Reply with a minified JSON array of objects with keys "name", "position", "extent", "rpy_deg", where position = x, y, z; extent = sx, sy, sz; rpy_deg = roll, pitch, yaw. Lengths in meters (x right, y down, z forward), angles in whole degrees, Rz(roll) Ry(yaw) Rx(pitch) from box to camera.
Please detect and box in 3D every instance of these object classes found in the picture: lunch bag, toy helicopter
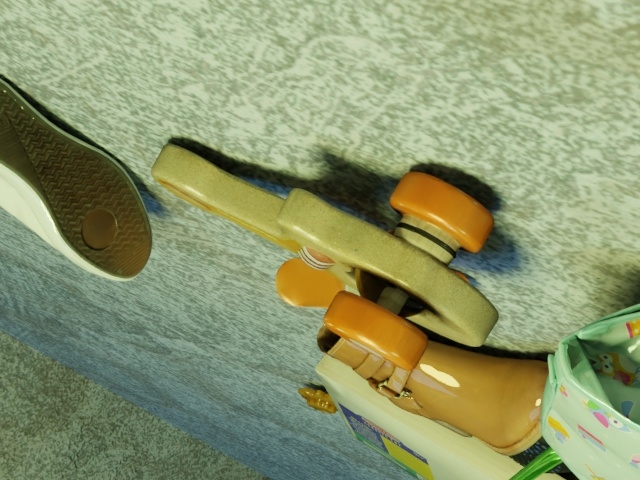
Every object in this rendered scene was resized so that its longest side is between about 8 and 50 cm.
[{"name":"lunch bag","position":[0.314,0.145,0.906],"extent":[0.262,0.160,0.223],"rpy_deg":[13,160,12]},{"name":"toy helicopter","position":[0.000,0.000,0.982],"extent":[0.355,0.140,0.235],"rpy_deg":[26,173,26]}]

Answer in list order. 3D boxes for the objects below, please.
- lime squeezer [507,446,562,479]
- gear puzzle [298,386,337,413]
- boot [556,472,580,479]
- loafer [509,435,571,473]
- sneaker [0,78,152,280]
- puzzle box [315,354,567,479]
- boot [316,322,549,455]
[{"name":"lime squeezer","position":[0.296,0.204,1.108],"extent":[0.310,0.110,0.059],"rpy_deg":[-24,123,15]},{"name":"gear puzzle","position":[0.119,0.303,1.731],"extent":[0.339,0.044,0.175],"rpy_deg":[21,161,7]},{"name":"boot","position":[0.322,0.282,1.385],"extent":[0.219,0.082,0.106],"rpy_deg":[32,162,-20]},{"name":"loafer","position":[0.282,0.219,1.254],"extent":[0.220,0.078,0.080],"rpy_deg":[2,135,49]},{"name":"sneaker","position":[-0.291,-0.069,1.131],"extent":[0.123,0.106,0.290],"rpy_deg":[7,145,49]},{"name":"puzzle box","position":[0.190,0.301,1.466],"extent":[0.409,0.052,0.272],"rpy_deg":[29,162,26]},{"name":"boot","position":[0.127,0.136,1.214],"extent":[0.220,0.109,0.283],"rpy_deg":[32,167,-12]}]
